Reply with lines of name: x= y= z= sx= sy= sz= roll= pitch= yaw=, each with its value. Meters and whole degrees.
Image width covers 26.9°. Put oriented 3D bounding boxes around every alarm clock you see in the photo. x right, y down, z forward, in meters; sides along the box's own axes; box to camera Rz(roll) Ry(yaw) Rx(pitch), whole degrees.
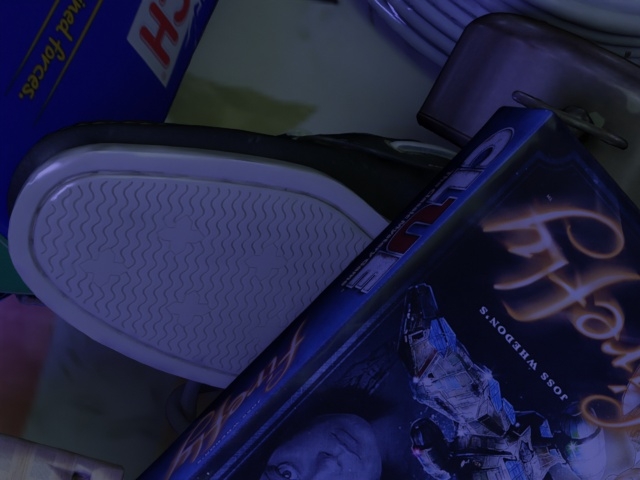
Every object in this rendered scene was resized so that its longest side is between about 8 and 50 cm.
alarm clock: x=0.101 y=-0.040 z=0.498 sx=0.129 sy=0.192 sz=0.064 roll=30 pitch=99 yaw=13

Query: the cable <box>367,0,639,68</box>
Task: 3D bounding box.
cable: x=0.115 y=-0.192 z=0.619 sx=0.257 sy=0.089 sz=0.257 roll=-10 pitch=77 yaw=-24

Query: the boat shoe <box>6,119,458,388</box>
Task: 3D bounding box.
boat shoe: x=0.000 y=0.000 z=0.453 sx=0.233 sy=0.084 sz=0.079 roll=8 pitch=31 yaw=-35

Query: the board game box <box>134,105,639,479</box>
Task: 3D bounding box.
board game box: x=0.085 y=0.103 z=0.416 sx=0.165 sy=0.042 sz=0.243 roll=-46 pitch=104 yaw=-5

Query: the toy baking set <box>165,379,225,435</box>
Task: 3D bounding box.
toy baking set: x=0.048 y=0.057 z=0.516 sx=0.197 sy=0.030 sz=0.256 roll=22 pitch=46 yaw=-4

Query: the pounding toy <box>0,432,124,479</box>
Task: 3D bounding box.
pounding toy: x=-0.101 y=0.129 z=0.396 sx=0.100 sy=0.141 sz=0.130 roll=18 pitch=67 yaw=-16

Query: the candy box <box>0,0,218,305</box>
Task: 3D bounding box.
candy box: x=-0.142 y=-0.171 z=0.396 sx=0.317 sy=0.122 sz=0.268 roll=53 pitch=49 yaw=-49
